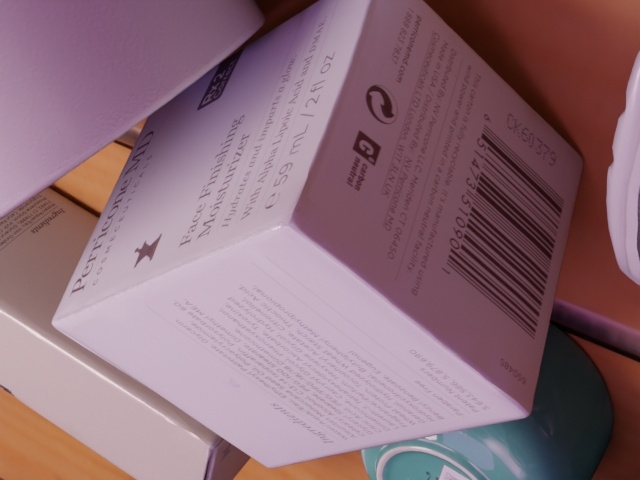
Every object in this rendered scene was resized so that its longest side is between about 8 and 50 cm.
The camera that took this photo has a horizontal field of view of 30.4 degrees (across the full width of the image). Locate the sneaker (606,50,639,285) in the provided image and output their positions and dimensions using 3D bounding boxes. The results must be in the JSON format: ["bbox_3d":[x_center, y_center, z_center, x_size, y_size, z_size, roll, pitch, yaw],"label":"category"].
[{"bbox_3d":[0.216,-0.078,0.387,0.180,0.124,0.321,28,136,19],"label":"sneaker"}]

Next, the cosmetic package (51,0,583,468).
[{"bbox_3d":[0.000,0.000,0.568,0.151,0.151,0.183,39,141,-27],"label":"cosmetic package"}]

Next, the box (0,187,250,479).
[{"bbox_3d":[-0.157,0.058,0.797,0.275,0.113,0.094,32,137,15],"label":"box"}]

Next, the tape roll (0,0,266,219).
[{"bbox_3d":[-0.171,-0.107,0.574,0.246,0.246,0.169,-23,107,46],"label":"tape roll"}]

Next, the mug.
[{"bbox_3d":[0.079,0.102,0.656,0.129,0.097,0.158,-18,111,45],"label":"mug"}]
